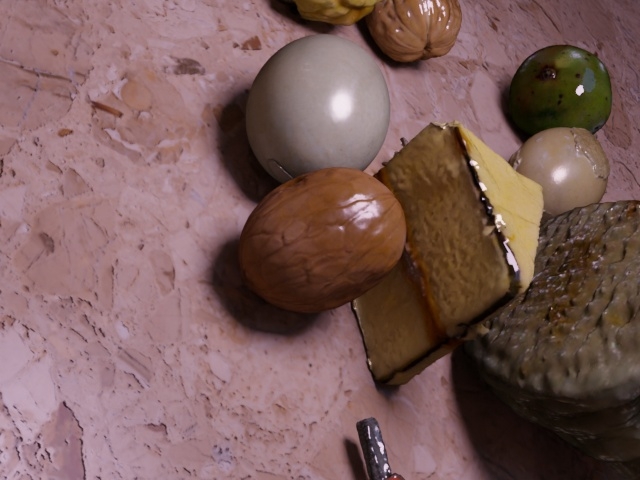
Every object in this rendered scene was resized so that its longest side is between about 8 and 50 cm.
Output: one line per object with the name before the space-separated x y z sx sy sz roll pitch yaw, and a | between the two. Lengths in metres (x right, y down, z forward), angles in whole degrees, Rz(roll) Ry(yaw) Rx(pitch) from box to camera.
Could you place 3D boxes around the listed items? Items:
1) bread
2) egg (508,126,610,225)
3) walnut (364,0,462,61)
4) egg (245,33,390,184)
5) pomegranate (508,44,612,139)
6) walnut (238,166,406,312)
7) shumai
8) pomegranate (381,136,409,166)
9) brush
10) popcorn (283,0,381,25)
bread | 0.128 0.021 1.374 0.198 0.263 0.236 31 41 -19
egg | 0.385 -0.103 1.822 0.164 0.164 0.201 50 41 1
walnut | 0.146 -0.381 1.831 0.155 0.155 0.184 4 54 -43
egg | -0.002 -0.168 1.461 0.186 0.186 0.253 38 40 -15
pomegranate | 0.434 -0.239 1.992 0.225 0.187 0.187 49 25 -51
walnut | 0.000 0.000 1.318 0.167 0.207 0.167 63 -4 8
shumai | 0.397 0.156 1.486 0.324 0.397 0.323 -45 115 -15
pomegranate | 0.163 -0.076 1.606 0.159 0.129 0.129 30 40 -7
brush | 0.095 0.348 1.233 0.070 0.051 0.323 2 60 -37
popcorn | 0.000 -0.472 1.712 0.252 0.215 0.286 14 44 -59
